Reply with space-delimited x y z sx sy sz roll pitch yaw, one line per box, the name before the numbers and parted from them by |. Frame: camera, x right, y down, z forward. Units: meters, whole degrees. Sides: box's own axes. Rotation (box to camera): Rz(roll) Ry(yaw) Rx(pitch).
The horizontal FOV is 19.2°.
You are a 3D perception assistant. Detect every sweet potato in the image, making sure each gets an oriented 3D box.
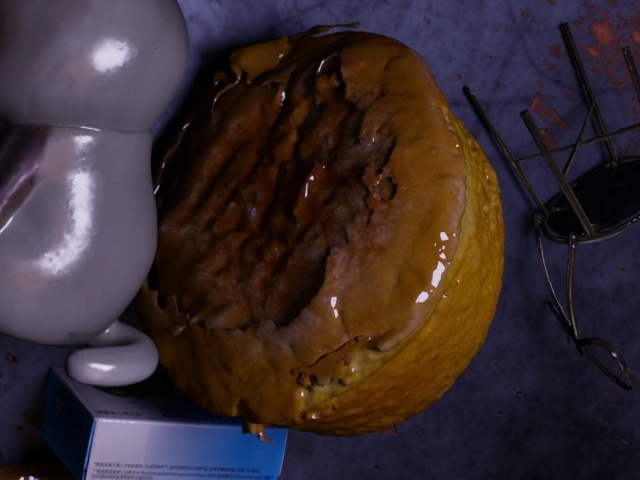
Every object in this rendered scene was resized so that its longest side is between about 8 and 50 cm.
sweet potato | -0.192 0.231 1.815 0.264 0.057 0.057 5 105 -26

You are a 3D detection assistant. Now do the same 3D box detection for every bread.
bread | 0.000 -0.003 1.672 0.337 0.358 0.204 -30 143 19

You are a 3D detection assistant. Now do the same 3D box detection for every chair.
chair | 0.277 -0.036 1.892 0.170 0.160 0.326 -33 114 -11

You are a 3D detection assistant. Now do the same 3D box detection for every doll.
doll | -0.230 -0.077 1.601 0.226 0.215 0.370 6 96 7

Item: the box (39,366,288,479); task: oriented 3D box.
box | -0.147 0.178 1.769 0.194 0.139 0.073 6 104 -27
